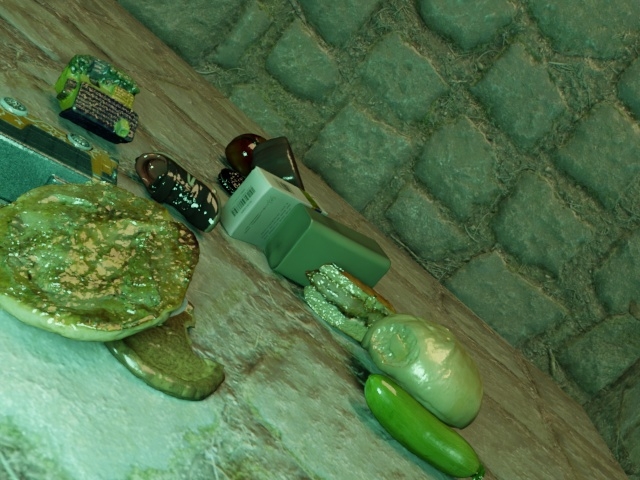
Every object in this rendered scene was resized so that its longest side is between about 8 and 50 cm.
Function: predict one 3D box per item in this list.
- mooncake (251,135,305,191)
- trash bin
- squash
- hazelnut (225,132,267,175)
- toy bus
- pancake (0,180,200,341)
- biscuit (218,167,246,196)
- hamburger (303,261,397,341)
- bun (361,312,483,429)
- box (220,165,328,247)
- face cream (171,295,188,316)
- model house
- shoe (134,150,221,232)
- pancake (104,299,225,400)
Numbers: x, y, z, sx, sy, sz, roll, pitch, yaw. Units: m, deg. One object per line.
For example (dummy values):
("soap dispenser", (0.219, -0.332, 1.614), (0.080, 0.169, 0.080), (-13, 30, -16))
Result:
("mooncake", (-0.149, -0.233, 2.093), (0.306, 0.154, 0.306), (-18, 90, -85))
("trash bin", (0.016, 0.050, 1.756), (0.343, 0.223, 0.158), (28, 19, -34))
("squash", (0.246, 0.461, 1.329), (0.395, 0.107, 0.107), (41, 14, -12))
("hazelnut", (-0.292, -0.348, 2.256), (0.178, 0.178, 0.204), (39, 42, -10))
("toy bus", (-0.528, -0.141, 1.039), (0.275, 0.138, 0.167), (30, 19, -34))
("pancake", (-0.364, 0.019, 0.900), (0.355, 0.065, 0.356), (19, 37, -15))
("biscuit", (-0.287, -0.187, 1.993), (0.194, 0.053, 0.194), (39, 15, -12))
("hamburger", (0.095, 0.188, 1.662), (0.282, 0.155, 0.245), (41, 9, 21))
("bun", (0.291, 0.330, 1.500), (0.364, 0.202, 0.364), (42, -4, 4))
("box", (-0.145, -0.081, 1.742), (0.299, 0.200, 0.106), (23, 23, -51))
("face cream", (-0.335, 0.032, 1.036), (0.107, 0.073, 0.269), (13, 29, -43))
("model house", (-0.595, -0.374, 1.506), (0.194, 0.170, 0.211), (30, 18, -45))
("shoe", (-0.380, -0.141, 1.471), (0.291, 0.114, 0.137), (41, 8, 11))
("pancake", (-0.282, 0.161, 0.991), (0.286, 0.033, 0.288), (38, 14, -10))
